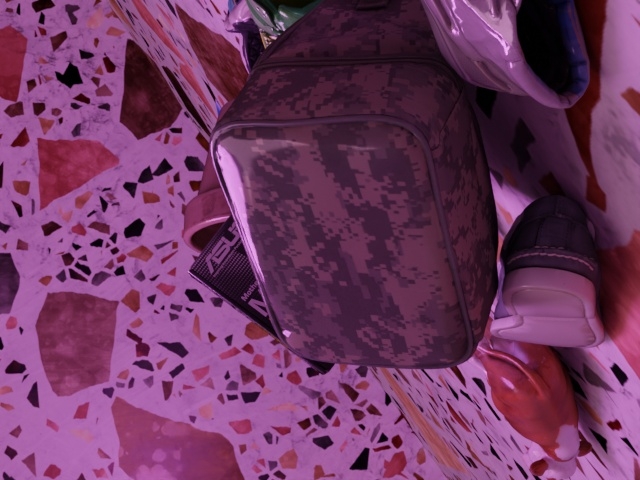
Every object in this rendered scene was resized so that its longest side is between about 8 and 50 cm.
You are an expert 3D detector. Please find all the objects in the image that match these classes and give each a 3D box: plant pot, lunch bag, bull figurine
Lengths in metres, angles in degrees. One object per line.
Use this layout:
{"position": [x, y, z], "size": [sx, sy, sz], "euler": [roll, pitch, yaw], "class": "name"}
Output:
{"position": [-0.092, -0.106, 1.726], "size": [0.263, 0.263, 0.229], "euler": [83, -175, -74], "class": "plant pot"}
{"position": [0.058, -0.063, 0.990], "size": [0.212, 0.256, 0.305], "euler": [2, 132, 25], "class": "lunch bag"}
{"position": [0.262, 0.189, 1.373], "size": [0.188, 0.101, 0.310], "euler": [52, 173, 33], "class": "bull figurine"}

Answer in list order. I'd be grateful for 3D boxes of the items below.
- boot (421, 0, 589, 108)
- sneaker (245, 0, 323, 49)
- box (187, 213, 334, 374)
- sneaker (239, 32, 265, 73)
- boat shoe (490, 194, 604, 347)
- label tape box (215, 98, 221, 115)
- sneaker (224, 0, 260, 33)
{"position": [0.109, -0.201, 0.739], "size": [0.258, 0.095, 0.123], "euler": [50, 171, -37], "class": "boot"}
{"position": [-0.013, -0.213, 1.074], "size": [0.295, 0.109, 0.123], "euler": [55, -178, -22], "class": "sneaker"}
{"position": [0.000, 0.000, 1.349], "size": [0.216, 0.270, 0.060], "euler": [37, 171, 2], "class": "box"}
{"position": [-0.073, -0.256, 1.586], "size": [0.097, 0.084, 0.235], "euler": [50, 171, 41], "class": "sneaker"}
{"position": [0.231, 0.043, 1.078], "size": [0.319, 0.116, 0.099], "euler": [57, -141, -71], "class": "boat shoe"}
{"position": [-0.064, -0.117, 2.045], "size": [0.249, 0.115, 0.348], "euler": [51, 169, 28], "class": "label tape box"}
{"position": [-0.068, -0.317, 1.345], "size": [0.275, 0.107, 0.110], "euler": [-139, 46, -80], "class": "sneaker"}
